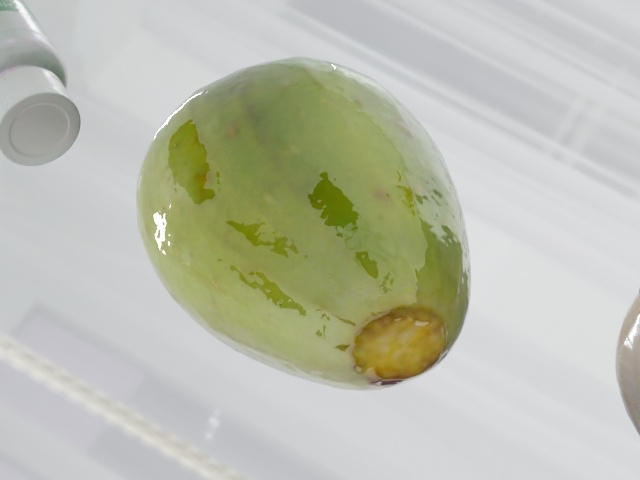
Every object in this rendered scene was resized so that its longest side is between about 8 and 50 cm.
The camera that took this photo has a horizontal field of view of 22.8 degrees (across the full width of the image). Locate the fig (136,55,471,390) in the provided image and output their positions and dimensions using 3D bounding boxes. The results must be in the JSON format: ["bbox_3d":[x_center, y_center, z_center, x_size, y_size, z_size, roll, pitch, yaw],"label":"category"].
[{"bbox_3d":[0.000,0.000,1.306,0.258,0.326,0.258,-20,-46,-22],"label":"fig"}]

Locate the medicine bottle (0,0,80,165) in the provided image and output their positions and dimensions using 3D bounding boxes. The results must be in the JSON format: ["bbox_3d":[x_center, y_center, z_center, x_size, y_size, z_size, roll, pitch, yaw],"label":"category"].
[{"bbox_3d":[-0.271,-0.159,1.287,0.095,0.260,0.095,-20,-45,-21],"label":"medicine bottle"}]

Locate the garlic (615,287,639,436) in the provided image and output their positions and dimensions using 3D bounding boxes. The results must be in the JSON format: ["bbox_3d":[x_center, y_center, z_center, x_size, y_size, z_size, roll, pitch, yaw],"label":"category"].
[{"bbox_3d":[0.251,0.099,1.042,0.087,0.195,0.101,-33,15,-18],"label":"garlic"}]
